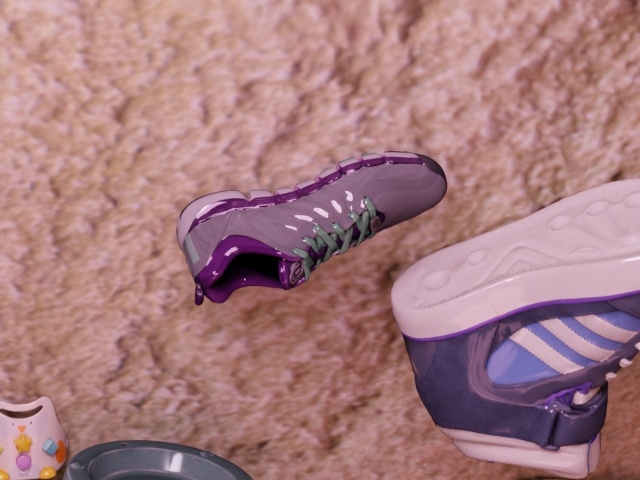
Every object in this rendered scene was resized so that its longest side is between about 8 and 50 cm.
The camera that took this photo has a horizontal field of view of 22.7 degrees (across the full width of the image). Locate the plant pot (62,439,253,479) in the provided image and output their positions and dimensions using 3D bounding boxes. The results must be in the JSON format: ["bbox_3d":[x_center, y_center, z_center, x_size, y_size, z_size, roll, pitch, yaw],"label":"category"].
[{"bbox_3d":[-0.155,0.299,1.435,0.293,0.293,0.196,6,105,-21],"label":"plant pot"}]

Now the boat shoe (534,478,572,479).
[{"bbox_3d":[0.348,0.328,1.694,0.340,0.113,0.127,11,130,-25],"label":"boat shoe"}]

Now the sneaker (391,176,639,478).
[{"bbox_3d":[0.239,0.091,1.383,0.323,0.130,0.236,-18,121,14],"label":"sneaker"}]

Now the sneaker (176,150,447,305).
[{"bbox_3d":[0.000,0.000,1.277,0.224,0.098,0.083,-15,136,-1],"label":"sneaker"}]

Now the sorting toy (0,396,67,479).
[{"bbox_3d":[-0.267,0.173,1.426,0.083,0.045,0.075,-3,116,-13],"label":"sorting toy"}]
